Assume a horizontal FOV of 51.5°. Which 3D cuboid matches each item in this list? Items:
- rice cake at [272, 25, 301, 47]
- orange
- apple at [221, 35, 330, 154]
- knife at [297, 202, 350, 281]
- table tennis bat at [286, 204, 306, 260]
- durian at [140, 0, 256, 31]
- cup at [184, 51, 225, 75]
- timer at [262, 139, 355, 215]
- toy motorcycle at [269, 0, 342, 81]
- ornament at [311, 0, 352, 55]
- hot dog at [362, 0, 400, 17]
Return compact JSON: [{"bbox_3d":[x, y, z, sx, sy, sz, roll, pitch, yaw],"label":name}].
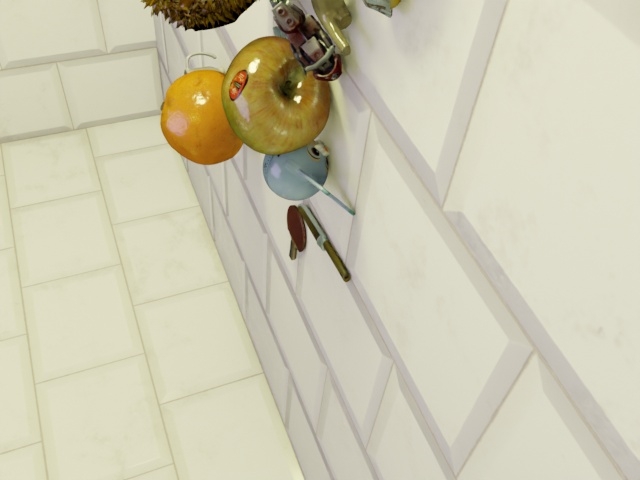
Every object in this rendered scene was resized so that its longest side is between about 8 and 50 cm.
[{"bbox_3d":[-0.069,-0.416,1.628,0.124,0.038,0.211,-137,36,-60],"label":"rice cake"},{"bbox_3d":[-0.375,-0.403,2.168,0.312,0.312,0.312,166,90,-73],"label":"orange"},{"bbox_3d":[-0.099,-0.314,1.459,0.194,0.261,0.260,-8,96,62],"label":"apple"},{"bbox_3d":[0.000,0.001,1.764,0.061,0.027,0.343,87,160,-44],"label":"knife"},{"bbox_3d":[-0.076,-0.015,2.001,0.220,0.019,0.130,100,150,-50],"label":"table tennis bat"},{"bbox_3d":[-0.227,-0.634,1.440,0.347,0.348,0.384,110,176,-61],"label":"durian"},{"bbox_3d":[-0.414,-0.579,2.402,0.134,0.142,0.173,119,133,-67],"label":"cup"},{"bbox_3d":[-0.023,-0.166,1.554,0.255,0.175,0.175,12,118,40],"label":"timer"},{"bbox_3d":[-0.026,-0.389,1.304,0.213,0.082,0.122,43,-163,-31],"label":"toy motorcycle"},{"bbox_3d":[0.012,-0.458,1.243,0.230,0.061,0.244,66,180,-54],"label":"ornament"},{"bbox_3d":[0.096,-0.473,1.004,0.270,0.082,0.162,89,169,-57],"label":"hot dog"}]
